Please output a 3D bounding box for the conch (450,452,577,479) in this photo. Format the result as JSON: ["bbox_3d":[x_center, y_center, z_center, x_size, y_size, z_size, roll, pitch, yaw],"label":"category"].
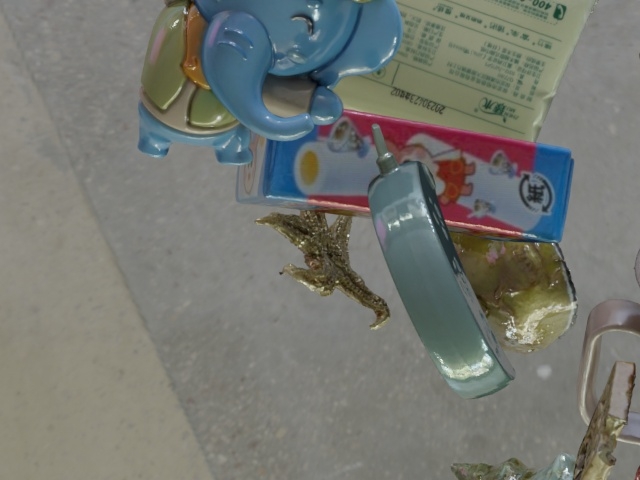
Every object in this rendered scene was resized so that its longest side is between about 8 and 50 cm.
[{"bbox_3d":[0.302,0.379,1.326,0.169,0.386,0.203,21,97,-39],"label":"conch"}]

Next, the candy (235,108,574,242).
[{"bbox_3d":[0.078,-0.064,1.082,0.305,0.157,0.100,9,89,-15],"label":"candy"}]

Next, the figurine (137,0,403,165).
[{"bbox_3d":[-0.044,-0.164,0.858,0.180,0.154,0.262,34,114,22],"label":"figurine"}]

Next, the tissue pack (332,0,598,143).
[{"bbox_3d":[0.157,-0.285,1.535,0.380,0.207,0.297,22,103,-1],"label":"tissue pack"}]

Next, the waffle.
[{"bbox_3d":[0.240,0.175,0.926,0.021,0.092,0.135,17,133,11],"label":"waffle"}]

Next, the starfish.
[{"bbox_3d":[-0.003,0.002,1.704,0.060,0.302,0.299,-37,121,24],"label":"starfish"}]

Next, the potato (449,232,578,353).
[{"bbox_3d":[0.250,0.066,1.666,0.196,0.299,0.247,-23,109,-8],"label":"potato"}]

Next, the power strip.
[{"bbox_3d":[0.082,0.015,0.801,0.044,0.137,0.216,-24,81,14],"label":"power strip"}]

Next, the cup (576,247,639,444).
[{"bbox_3d":[0.393,0.118,0.993,0.288,0.208,0.273,-22,122,-2],"label":"cup"}]

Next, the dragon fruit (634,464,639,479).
[{"bbox_3d":[0.423,0.293,1.262,0.116,0.081,0.086,26,121,6],"label":"dragon fruit"}]
